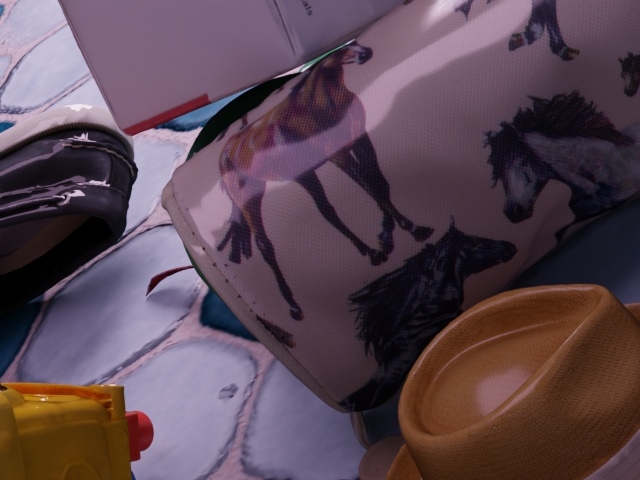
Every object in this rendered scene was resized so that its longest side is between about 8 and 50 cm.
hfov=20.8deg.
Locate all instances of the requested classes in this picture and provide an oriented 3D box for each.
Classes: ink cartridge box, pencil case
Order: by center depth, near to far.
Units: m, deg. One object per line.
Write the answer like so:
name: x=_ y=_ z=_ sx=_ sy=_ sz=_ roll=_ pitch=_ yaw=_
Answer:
pencil case: x=0.125 y=-0.074 z=0.934 sx=0.410 sy=0.183 sz=0.160 roll=-35 pitch=32 yaw=3
ink cartridge box: x=0.015 y=-0.196 z=1.088 sx=0.306 sy=0.131 sz=0.226 roll=-32 pitch=9 yaw=-33

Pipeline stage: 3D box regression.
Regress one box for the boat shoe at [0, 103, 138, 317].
boat shoe: x=-0.278 y=0.029 z=1.303 sx=0.340 sy=0.127 sz=0.113 roll=-26 pitch=52 yaw=12

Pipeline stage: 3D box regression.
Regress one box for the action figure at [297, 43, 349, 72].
action figure: x=0.078 y=-0.129 z=1.204 sx=0.232 sy=0.063 sz=0.137 roll=-20 pitch=30 yaw=35

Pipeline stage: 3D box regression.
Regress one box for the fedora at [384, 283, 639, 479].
fedora: x=0.101 y=0.078 z=0.824 sx=0.194 sy=0.079 sz=0.194 roll=-25 pitch=30 yaw=16

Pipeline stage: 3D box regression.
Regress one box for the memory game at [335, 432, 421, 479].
memory game: x=0.048 y=0.154 z=0.862 sx=0.186 sy=0.012 sz=0.186 roll=-26 pitch=29 yaw=16

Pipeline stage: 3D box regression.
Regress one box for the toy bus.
toy bus: x=-0.206 y=0.138 z=1.006 sx=0.220 sy=0.149 sz=0.211 roll=-2 pitch=5 yaw=33

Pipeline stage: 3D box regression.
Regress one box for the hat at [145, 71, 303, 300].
hat: x=0.000 y=0.000 z=1.137 sx=0.208 sy=0.183 sz=0.173 roll=36 pitch=77 yaw=17
